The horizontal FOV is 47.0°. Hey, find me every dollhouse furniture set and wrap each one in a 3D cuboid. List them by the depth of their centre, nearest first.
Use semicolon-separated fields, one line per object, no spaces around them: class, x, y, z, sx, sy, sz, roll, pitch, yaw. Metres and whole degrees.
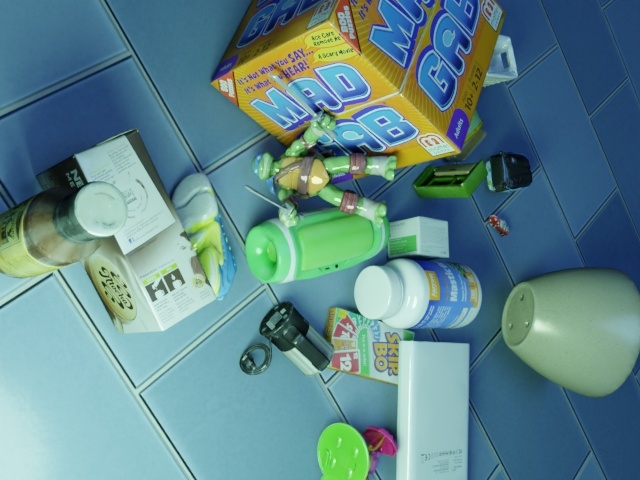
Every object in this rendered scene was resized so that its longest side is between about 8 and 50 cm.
dollhouse furniture set;0.324;-0.264;1.736;0.301;0.151;0.197;-47;119;-31

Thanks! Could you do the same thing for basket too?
basket;0.412;-0.457;1.880;0.167;0.103;0.113;-10;88;-48

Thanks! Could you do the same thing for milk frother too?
milk frother;-0.065;0.218;1.410;0.143;0.129;0.135;-39;114;9

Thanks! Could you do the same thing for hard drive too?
hard drive;0.253;0.403;1.640;0.233;0.047;0.353;10;79;-46

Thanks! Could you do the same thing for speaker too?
speaker;0.000;0.000;1.466;0.296;0.131;0.131;-14;92;-40

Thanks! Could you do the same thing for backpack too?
backpack;0.491;-0.178;1.924;0.114;0.084;0.105;-6;88;-35

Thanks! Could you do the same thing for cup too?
cup;0.597;0.207;1.839;0.237;0.331;0.331;12;74;-11

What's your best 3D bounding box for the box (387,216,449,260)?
box;0.220;-0.001;1.662;0.102;0.101;0.087;8;78;-39

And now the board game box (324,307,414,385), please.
board game box;0.113;0.235;1.584;0.259;0.039;0.124;22;70;-38

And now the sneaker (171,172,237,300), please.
sneaker;-0.209;0.002;1.336;0.126;0.091;0.240;50;32;-63

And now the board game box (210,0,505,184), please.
board game box;0.079;-0.376;1.437;0.356;0.356;0.356;37;62;-31

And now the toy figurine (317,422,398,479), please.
toy figurine;0.088;0.444;1.493;0.159;0.130;0.173;4;103;-49

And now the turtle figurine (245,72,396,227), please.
turtle figurine;0.001;-0.121;1.347;0.266;0.275;0.198;12;61;-2

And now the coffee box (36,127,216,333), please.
coffee box;-0.311;-0.008;1.182;0.119;0.168;0.297;-33;105;-38

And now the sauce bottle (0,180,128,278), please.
sauce bottle;-0.368;-0.016;1.022;0.111;0.344;0.111;10;75;-38

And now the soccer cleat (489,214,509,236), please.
soccer cleat;0.467;-0.045;1.923;0.083;0.029;0.035;42;51;-31

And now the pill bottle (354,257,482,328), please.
pill bottle;0.210;0.116;1.603;0.272;0.152;0.152;5;80;-40
